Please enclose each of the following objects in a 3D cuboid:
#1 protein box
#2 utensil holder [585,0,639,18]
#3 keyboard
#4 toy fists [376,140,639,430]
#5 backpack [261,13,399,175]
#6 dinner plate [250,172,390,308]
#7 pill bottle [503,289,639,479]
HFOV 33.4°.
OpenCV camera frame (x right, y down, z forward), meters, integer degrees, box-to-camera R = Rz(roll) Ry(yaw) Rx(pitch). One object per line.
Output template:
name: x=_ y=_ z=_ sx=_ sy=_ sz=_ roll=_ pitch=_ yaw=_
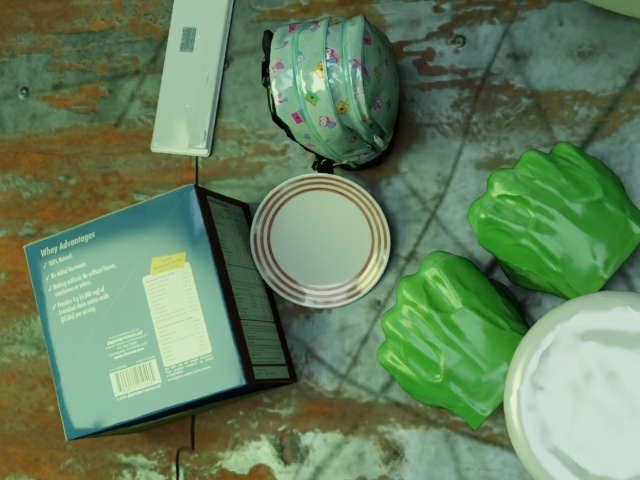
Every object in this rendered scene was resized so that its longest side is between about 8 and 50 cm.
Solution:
protein box: x=-0.161 y=0.075 z=1.076 sx=0.200 sy=0.136 sz=0.201 roll=-19 pitch=77 yaw=16
utensil holder: x=0.358 y=-0.394 z=0.865 sx=0.328 sy=0.328 sz=0.385 roll=11 pitch=90 yaw=20
keyboard: x=-0.136 y=-0.220 z=1.173 sx=0.072 sy=0.014 sz=0.255 roll=6 pitch=85 yaw=25
toy fists: x=0.171 y=0.035 z=0.992 sx=0.142 sy=0.096 sz=0.279 roll=41 pitch=96 yaw=9
backpack: x=0.014 y=-0.150 z=1.021 sx=0.115 sy=0.182 sz=0.151 roll=-13 pitch=78 yaw=17
dinner plate: x=0.000 y=0.000 z=1.073 sx=0.141 sy=0.017 sz=0.141 roll=1 pitch=107 yaw=5
pill bottle: x=0.246 y=0.128 z=0.854 sx=0.162 sy=0.278 sz=0.162 roll=-2 pitch=82 yaw=18
